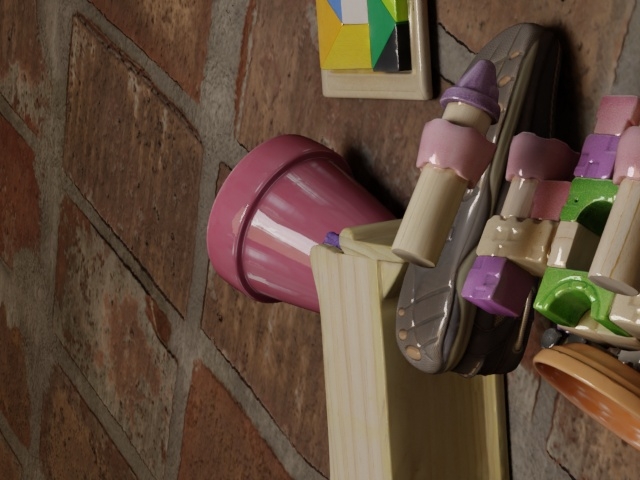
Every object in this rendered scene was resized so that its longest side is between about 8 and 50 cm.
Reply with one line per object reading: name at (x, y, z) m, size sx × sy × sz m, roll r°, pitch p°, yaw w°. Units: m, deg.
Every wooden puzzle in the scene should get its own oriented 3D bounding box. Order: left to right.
wooden puzzle at (0.049, -0.270, 1.900) m, size 0.239 × 0.044 × 0.221 m, roll 11°, pitch 107°, yaw 60°

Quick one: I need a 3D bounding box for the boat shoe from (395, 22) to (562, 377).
boat shoe at (0.179, -0.035, 1.649) m, size 0.132 × 0.130 × 0.355 m, roll 18°, pitch 91°, yaw 65°

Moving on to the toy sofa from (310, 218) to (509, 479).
toy sofa at (0.107, 0.157, 1.800) m, size 0.177 × 0.150 × 0.362 m, roll 9°, pitch 106°, yaw 58°

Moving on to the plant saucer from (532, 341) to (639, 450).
plant saucer at (0.276, 0.149, 1.460) m, size 0.037 × 0.200 × 0.200 m, roll -54°, pitch 34°, yaw -5°

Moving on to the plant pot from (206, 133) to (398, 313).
plant pot at (0.000, 0.000, 1.930) m, size 0.180 × 0.201 × 0.201 m, roll 30°, pitch 124°, yaw 36°

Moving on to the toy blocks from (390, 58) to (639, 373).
toy blocks at (0.273, -0.043, 1.439) m, size 0.288 × 0.309 × 0.260 m, roll 7°, pitch 71°, yaw 48°
